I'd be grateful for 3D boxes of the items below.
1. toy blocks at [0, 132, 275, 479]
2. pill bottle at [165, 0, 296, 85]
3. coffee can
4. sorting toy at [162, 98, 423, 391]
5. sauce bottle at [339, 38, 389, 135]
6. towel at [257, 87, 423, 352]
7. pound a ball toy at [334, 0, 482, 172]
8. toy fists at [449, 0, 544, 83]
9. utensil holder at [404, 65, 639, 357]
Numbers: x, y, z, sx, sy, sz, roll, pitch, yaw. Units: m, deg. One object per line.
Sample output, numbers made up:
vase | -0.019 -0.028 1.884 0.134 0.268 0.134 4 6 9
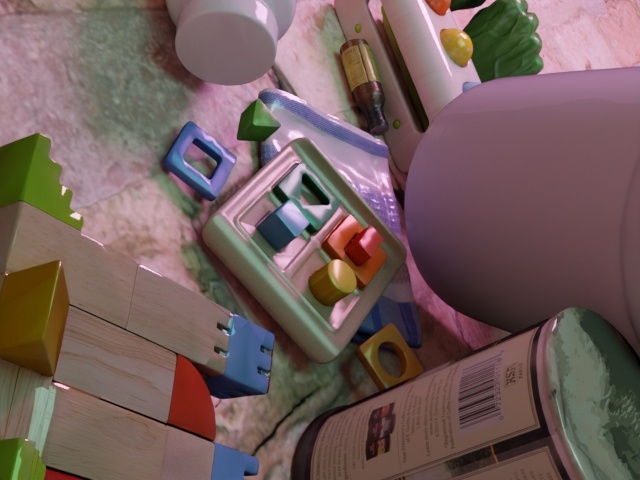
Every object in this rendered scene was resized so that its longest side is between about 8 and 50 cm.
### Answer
toy blocks | -0.148 0.165 0.621 0.261 0.191 0.381 35 52 -45
pill bottle | -0.092 -0.285 1.030 0.136 0.136 0.245 32 44 -34
coffee can | 0.141 0.201 0.844 0.201 0.275 0.201 30 45 -35
sorting toy | 0.000 0.000 0.970 0.347 0.047 0.196 49 43 -7
sauce bottle | 0.057 -0.194 1.233 0.042 0.042 0.128 12 58 -47
towel | 0.022 -0.024 1.072 0.209 0.034 0.285 22 50 -41
pound a ball toy | 0.159 -0.252 1.320 0.208 0.136 0.319 0 66 -51
toy fists | 0.246 -0.361 1.500 0.096 0.142 0.279 -24 85 -55
utensil holder | 0.319 -0.024 1.029 0.328 0.385 0.327 -4 98 -28
